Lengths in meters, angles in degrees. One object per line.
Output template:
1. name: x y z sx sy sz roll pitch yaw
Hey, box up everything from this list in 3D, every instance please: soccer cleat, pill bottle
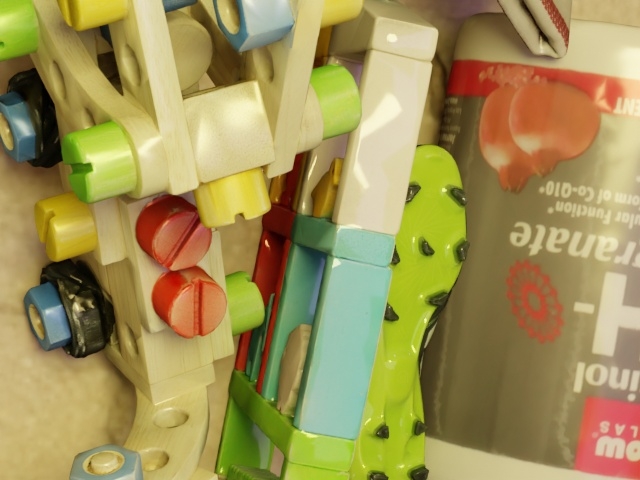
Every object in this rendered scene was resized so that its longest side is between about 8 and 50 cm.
1. soccer cleat: 0.027 0.039 0.889 0.060 0.072 0.179 5 98 -34
2. pill bottle: 0.131 0.052 0.944 0.176 0.176 0.319 8 93 -28

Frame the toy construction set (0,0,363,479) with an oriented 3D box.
1. toy construction set: -0.070 0.007 0.798 0.151 0.215 0.328 -5 114 -31

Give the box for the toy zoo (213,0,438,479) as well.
1. toy zoo: 0.000 0.000 0.862 0.030 0.192 0.293 11 91 -11

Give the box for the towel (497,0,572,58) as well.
1. towel: 0.079 -0.280 0.836 0.237 0.037 0.329 45 48 -51
